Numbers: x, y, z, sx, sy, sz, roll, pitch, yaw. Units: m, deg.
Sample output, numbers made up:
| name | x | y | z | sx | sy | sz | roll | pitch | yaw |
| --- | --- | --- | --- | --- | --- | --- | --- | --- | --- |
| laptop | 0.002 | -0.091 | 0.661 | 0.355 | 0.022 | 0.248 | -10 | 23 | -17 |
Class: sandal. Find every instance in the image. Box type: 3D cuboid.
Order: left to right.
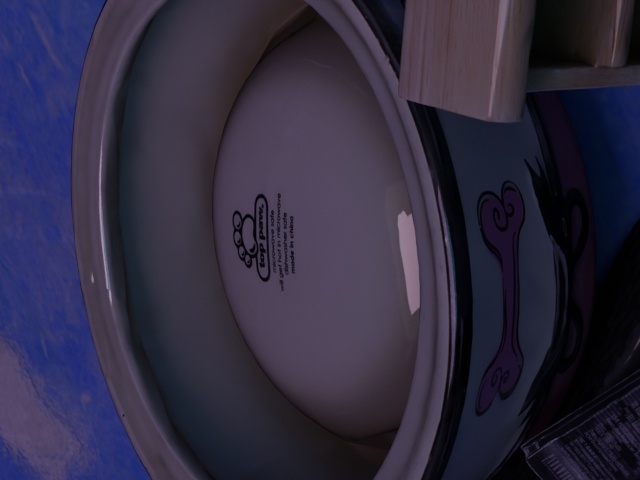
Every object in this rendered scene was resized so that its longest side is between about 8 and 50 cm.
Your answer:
| name | x | y | z | sx | sy | sz | roll | pitch | yaw |
| --- | --- | --- | --- | --- | --- | --- | --- | --- | --- |
| sandal | 0.172 | 0.168 | 0.853 | 0.107 | 0.167 | 0.446 | 22 | 125 | -1 |

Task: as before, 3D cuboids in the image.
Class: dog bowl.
| name | x | y | z | sx | sy | sz | roll | pitch | yaw |
| --- | --- | --- | --- | --- | --- | --- | --- | --- | --- |
| dog bowl | 0.000 | 0.000 | 0.852 | 0.408 | 0.150 | 0.408 | 18 | 112 | 51 |

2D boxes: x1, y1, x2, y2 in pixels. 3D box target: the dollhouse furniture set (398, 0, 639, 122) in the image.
| name | x | y | z | sx | sy | sz | roll | pitch | yaw |
| --- | --- | --- | --- | --- | --- | --- | --- | --- | --- |
| dollhouse furniture set | 0.255 | -0.111 | 0.502 | 0.394 | 0.256 | 0.362 | 23 | 115 | 50 |

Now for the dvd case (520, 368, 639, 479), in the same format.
| name | x | y | z | sx | sy | sz | roll | pitch | yaw |
| --- | --- | --- | --- | --- | --- | --- | --- | --- | --- |
| dvd case | 0.244 | 0.107 | 0.735 | 0.221 | 0.018 | 0.164 | -35 | 114 | 14 |
